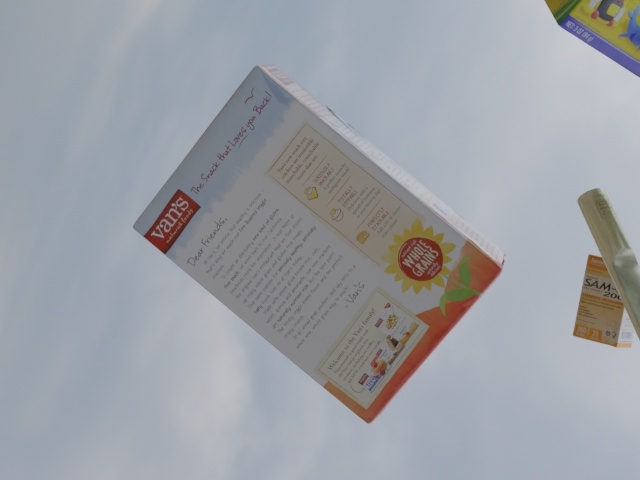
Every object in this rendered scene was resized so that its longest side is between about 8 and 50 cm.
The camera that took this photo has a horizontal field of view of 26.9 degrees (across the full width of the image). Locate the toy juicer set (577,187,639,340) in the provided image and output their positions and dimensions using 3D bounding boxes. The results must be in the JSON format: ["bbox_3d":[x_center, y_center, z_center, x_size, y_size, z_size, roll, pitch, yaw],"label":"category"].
[{"bbox_3d":[0.362,-0.064,1.240,0.329,0.089,0.209,-39,-117,-5],"label":"toy juicer set"}]

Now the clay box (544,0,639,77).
[{"bbox_3d":[0.310,-0.246,1.124,0.222,0.127,0.053,-49,-148,27],"label":"clay box"}]

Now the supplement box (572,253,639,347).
[{"bbox_3d":[0.333,0.069,1.541,0.062,0.036,0.098,13,-85,44],"label":"supplement box"}]

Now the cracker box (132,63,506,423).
[{"bbox_3d":[0.000,0.000,0.994,0.156,0.232,0.067,-50,179,14],"label":"cracker box"}]
